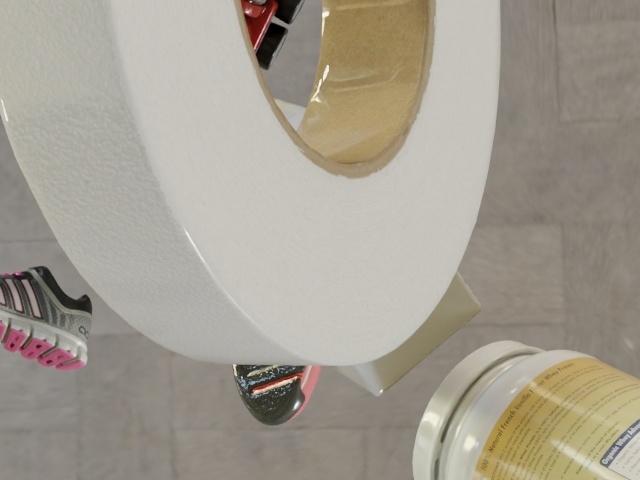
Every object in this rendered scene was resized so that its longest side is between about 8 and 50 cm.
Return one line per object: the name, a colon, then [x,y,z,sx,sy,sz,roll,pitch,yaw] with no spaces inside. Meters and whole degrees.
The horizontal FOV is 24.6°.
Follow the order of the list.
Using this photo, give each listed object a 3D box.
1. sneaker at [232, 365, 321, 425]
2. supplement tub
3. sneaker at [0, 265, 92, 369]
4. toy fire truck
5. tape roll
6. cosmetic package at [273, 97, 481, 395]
sneaker: [-0.016,0.091,1.765,0.116,0.136,0.313,-15,51,27]
supplement tub: [0.261,0.237,1.367,0.316,0.228,0.228,26,93,45]
sneaker: [-0.274,0.050,1.291,0.170,0.063,0.074,26,56,-11]
toy fire truck: [-0.097,-0.297,1.614,0.158,0.246,0.217,28,105,-1]
tape roll: [-0.016,-0.134,0.708,0.072,0.392,0.392,-3,86,30]
cosmetic package: [0.000,0.000,1.388,0.138,0.225,0.224,-40,111,-13]
